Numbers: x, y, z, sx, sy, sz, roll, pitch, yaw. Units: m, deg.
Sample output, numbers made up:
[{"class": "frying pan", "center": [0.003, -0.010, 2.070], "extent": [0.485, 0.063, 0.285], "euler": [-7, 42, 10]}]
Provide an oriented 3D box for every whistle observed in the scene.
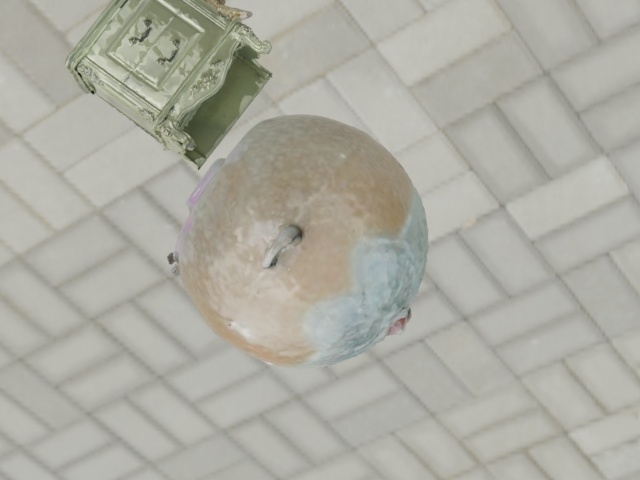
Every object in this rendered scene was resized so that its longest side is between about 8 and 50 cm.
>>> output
[{"class": "whistle", "center": [0.000, 0.000, 0.903], "extent": [0.189, 0.348, 0.189], "euler": [1, 95, 6]}]

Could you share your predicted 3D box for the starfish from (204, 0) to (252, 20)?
[{"class": "starfish", "center": [-0.120, -0.256, 1.196], "extent": [0.057, 0.238, 0.213], "euler": [22, 112, -41]}]

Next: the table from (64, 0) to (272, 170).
[{"class": "table", "center": [-0.080, -0.096, 0.646], "extent": [0.083, 0.062, 0.079], "euler": [37, 83, 4]}]
